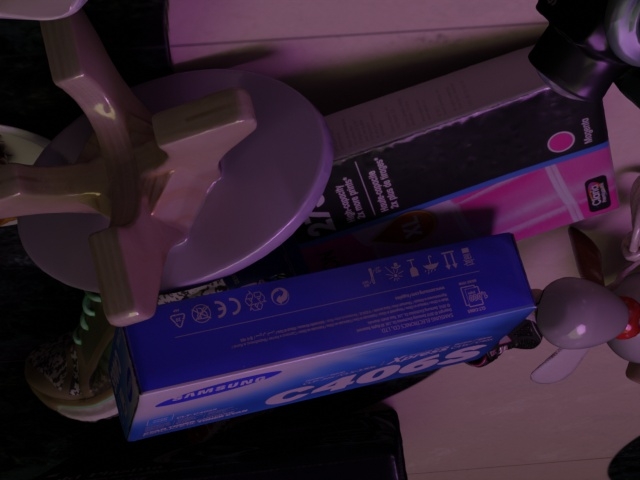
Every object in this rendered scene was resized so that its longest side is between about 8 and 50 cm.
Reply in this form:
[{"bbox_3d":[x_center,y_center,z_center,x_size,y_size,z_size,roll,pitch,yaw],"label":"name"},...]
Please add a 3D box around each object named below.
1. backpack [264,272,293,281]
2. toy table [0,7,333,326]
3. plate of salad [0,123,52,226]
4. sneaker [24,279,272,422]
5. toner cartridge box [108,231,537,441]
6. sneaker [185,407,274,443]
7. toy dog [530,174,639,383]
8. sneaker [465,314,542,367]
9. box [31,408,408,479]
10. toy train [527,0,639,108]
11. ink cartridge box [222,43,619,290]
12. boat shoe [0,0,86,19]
[{"bbox_3d":[0.000,0.000,1.322,0.101,0.098,0.120,-27,147,30],"label":"backpack"},{"bbox_3d":[-0.143,-0.056,1.048,0.274,0.252,0.161,-29,166,12],"label":"toy table"},{"bbox_3d":[-0.316,-0.048,1.213,0.200,0.048,0.200,-4,155,-2],"label":"plate of salad"},{"bbox_3d":[-0.195,0.068,1.434,0.410,0.158,0.182,-17,117,39],"label":"sneaker"},{"bbox_3d":[-0.003,0.085,1.173,0.348,0.075,0.165,-12,161,-16],"label":"toner cartridge box"},{"bbox_3d":[-0.105,0.209,1.750,0.093,0.088,0.225,8,153,-37],"label":"sneaker"},{"bbox_3d":[0.308,0.069,1.468,0.161,0.220,0.334,15,163,39],"label":"toy dog"},{"bbox_3d":[0.198,0.121,1.640,0.178,0.077,0.072,12,151,-33],"label":"sneaker"},{"bbox_3d":[-0.115,0.410,1.753,0.480,0.297,0.472,-7,177,3],"label":"box"},{"bbox_3d":[0.262,-0.211,0.788,0.190,0.142,0.334,18,114,-36],"label":"toy train"},{"bbox_3d":[0.069,-0.046,1.175,0.371,0.069,0.175,-17,138,6],"label":"ink cartridge box"},{"bbox_3d":[-0.247,-0.186,0.925,0.184,0.066,0.063,2,-173,2],"label":"boat shoe"}]
